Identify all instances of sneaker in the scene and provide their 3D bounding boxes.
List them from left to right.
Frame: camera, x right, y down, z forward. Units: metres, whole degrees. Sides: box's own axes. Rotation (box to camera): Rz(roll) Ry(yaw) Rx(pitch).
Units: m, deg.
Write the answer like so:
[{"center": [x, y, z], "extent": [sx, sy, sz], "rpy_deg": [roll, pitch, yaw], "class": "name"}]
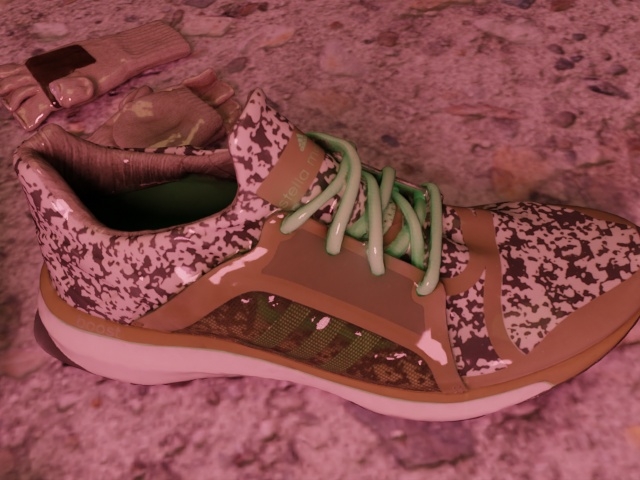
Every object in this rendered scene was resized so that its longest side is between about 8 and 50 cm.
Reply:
[{"center": [0.000, 0.000, 0.370], "extent": [0.411, 0.182, 0.158], "rpy_deg": [-1, 49, 4], "class": "sneaker"}]

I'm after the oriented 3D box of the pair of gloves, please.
[{"center": [-0.200, -0.140, 0.602], "extent": [0.204, 0.042, 0.240], "rpy_deg": [-27, 53, -17], "class": "pair of gloves"}]
